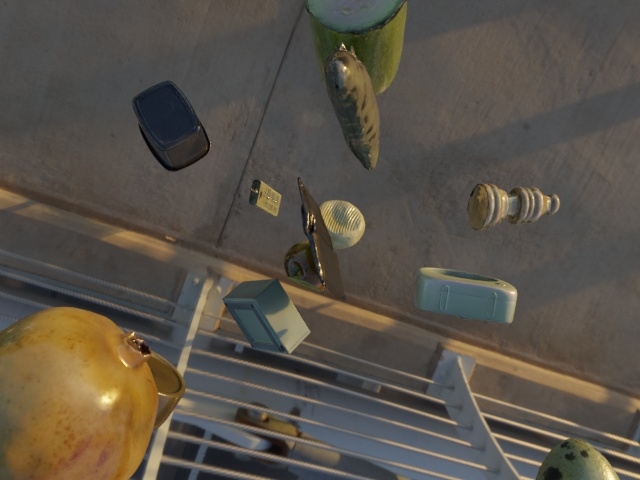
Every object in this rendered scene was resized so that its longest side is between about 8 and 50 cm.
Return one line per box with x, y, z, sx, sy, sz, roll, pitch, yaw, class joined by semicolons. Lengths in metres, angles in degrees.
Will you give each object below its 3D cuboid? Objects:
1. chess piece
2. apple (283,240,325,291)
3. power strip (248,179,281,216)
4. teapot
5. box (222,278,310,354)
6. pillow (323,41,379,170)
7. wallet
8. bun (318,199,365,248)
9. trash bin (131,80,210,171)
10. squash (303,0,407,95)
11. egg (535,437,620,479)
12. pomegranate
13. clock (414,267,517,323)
0.648;-0.109;1.482;0.307;0.124;0.139;-1;67;-15;chess piece
-0.039;0.082;1.430;0.147;0.146;0.163;4;83;-50;apple
-0.205;-0.155;1.646;0.034;0.268;0.092;10;85;15;power strip
-0.430;0.345;1.003;0.175;0.267;0.185;-52;140;-2;teapot
-0.192;0.257;1.529;0.117;0.224;0.225;-41;109;-35;box
0.050;-0.182;0.606;0.051;0.241;0.093;5;73;19;pillow
0.000;0.000;1.268;0.041;0.247;0.323;-21;67;11;wallet
0.060;-0.050;1.695;0.222;0.222;0.128;-5;135;-9;bun
-0.444;-0.333;1.354;0.182;0.290;0.210;-31;94;-11;trash bin
0.101;-0.584;1.245;0.262;0.384;0.263;-1;83;6;squash
0.534;0.529;0.929;0.176;0.177;0.228;17;65;-12;egg
-0.292;0.191;0.497;0.232;0.233;0.233;-2;99;-10;pomegranate
0.406;0.151;1.321;0.265;0.324;0.109;7;93;10;clock
